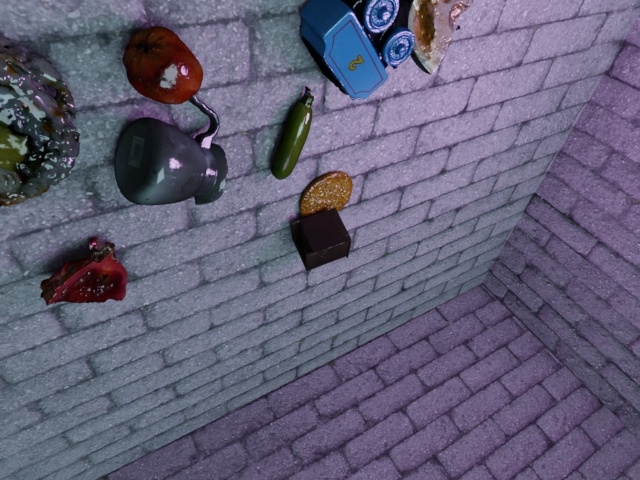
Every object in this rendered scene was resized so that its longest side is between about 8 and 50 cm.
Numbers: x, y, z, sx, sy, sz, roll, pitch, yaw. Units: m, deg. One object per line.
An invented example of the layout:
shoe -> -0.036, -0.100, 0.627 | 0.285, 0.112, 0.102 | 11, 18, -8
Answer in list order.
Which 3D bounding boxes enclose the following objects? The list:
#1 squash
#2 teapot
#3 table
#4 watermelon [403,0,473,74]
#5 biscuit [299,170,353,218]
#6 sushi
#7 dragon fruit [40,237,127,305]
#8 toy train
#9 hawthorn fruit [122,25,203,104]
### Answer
squash -> -0.088, -0.337, 1.374 | 0.087, 0.087, 0.331 | -3, 132, -39
teapot -> -0.391, -0.236, 1.171 | 0.224, 0.305, 0.285 | -14, 169, 35
table -> 0.000, 0.000, 1.728 | 0.193, 0.169, 0.172 | -20, 156, -12
watermelon -> 0.326, -0.694, 1.278 | 0.175, 0.188, 0.321 | 24, 100, -22
biscuit -> 0.026, -0.172, 1.709 | 0.254, 0.035, 0.253 | -23, 144, -19
sushi -> -0.710, -0.228, 0.860 | 0.418, 0.175, 0.417 | -24, 143, -19
dragon fruit -> -0.707, 0.087, 1.293 | 0.211, 0.134, 0.262 | -55, 159, 4
toy train -> 0.105, -0.569, 1.196 | 0.265, 0.188, 0.300 | -40, 149, 12
hawthorn fruit -> -0.368, -0.400, 0.986 | 0.174, 0.173, 0.179 | -35, -170, -4
